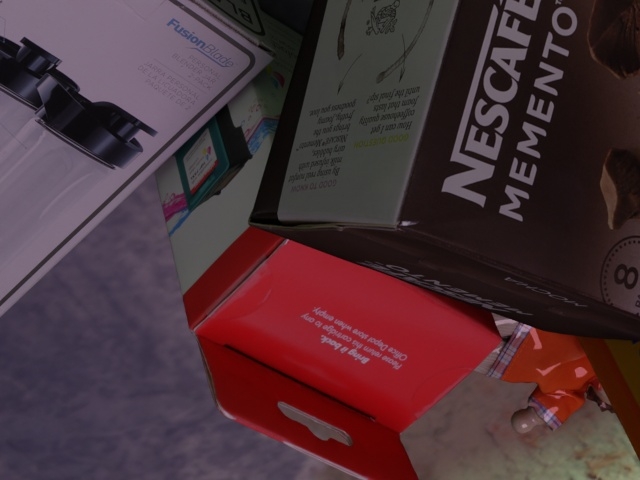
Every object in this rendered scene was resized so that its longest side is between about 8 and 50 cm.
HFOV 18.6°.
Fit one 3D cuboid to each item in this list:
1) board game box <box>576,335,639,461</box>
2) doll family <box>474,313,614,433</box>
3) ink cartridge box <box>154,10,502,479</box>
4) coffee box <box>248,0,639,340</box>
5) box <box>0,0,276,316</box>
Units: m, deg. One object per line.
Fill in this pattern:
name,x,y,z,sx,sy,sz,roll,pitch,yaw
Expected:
board game box,0.367,0.027,0.828,0.356,0.356,0.356,26,116,-29
doll family,0.149,-0.028,1.040,0.163,0.118,0.263,17,106,-20
ink cartridge box,0.000,0.000,0.919,0.134,0.231,0.078,28,118,-34
coffee box,0.103,-0.120,0.812,0.168,0.119,0.297,21,81,-30
box,-0.181,-0.058,0.914,0.169,0.087,0.290,32,117,-35
